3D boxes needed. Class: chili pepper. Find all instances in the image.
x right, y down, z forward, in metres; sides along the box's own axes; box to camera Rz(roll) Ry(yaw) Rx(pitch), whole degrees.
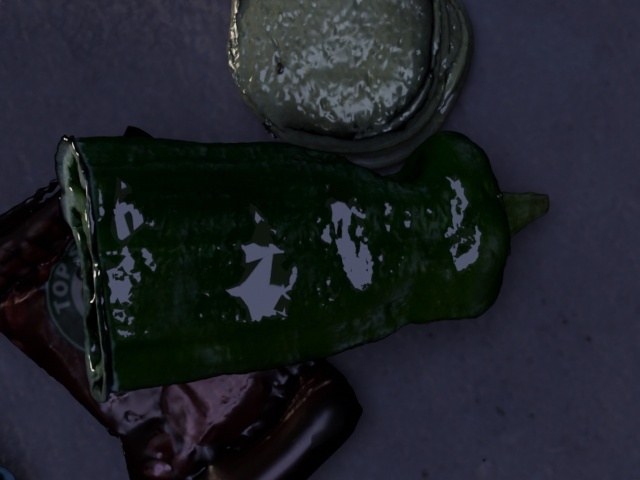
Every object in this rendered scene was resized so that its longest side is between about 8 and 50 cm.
[{"bbox_3d":[0.000,0.000,0.979,0.270,0.099,0.136,-6,68,-20],"label":"chili pepper"}]

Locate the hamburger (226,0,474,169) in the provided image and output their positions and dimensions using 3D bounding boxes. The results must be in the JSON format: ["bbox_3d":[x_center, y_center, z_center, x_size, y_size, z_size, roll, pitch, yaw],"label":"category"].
[{"bbox_3d":[0.015,-0.112,1.042,0.140,0.062,0.133,24,88,12],"label":"hamburger"}]

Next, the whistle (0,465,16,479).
[{"bbox_3d":[-0.311,0.142,1.039,0.269,0.093,0.180,0,53,2],"label":"whistle"}]

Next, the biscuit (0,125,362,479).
[{"bbox_3d":[-0.093,0.059,1.040,0.151,0.063,0.235,-39,88,3],"label":"biscuit"}]
